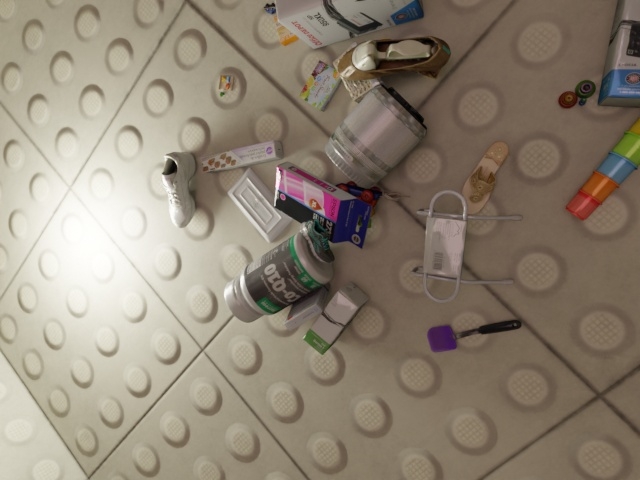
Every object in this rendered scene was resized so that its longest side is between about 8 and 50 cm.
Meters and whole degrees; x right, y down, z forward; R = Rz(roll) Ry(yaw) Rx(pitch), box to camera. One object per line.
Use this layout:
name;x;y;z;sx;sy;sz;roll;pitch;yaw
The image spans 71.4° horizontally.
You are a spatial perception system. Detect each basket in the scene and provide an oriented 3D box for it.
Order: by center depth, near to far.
basket;0.130;-0.538;1.458;0.103;0.113;0.167;-31;82;23

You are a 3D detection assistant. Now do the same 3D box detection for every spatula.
spatula;0.486;0.295;1.425;0.297;0.030;0.084;-18;85;22

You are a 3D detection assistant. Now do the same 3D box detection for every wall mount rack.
wall mount rack;0.442;0.019;1.370;0.305;0.130;0.349;8;102;24

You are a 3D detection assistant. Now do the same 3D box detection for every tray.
tray;-0.236;-0.133;1.683;0.145;0.030;0.270;-45;78;18

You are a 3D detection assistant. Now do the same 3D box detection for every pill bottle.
pill bottle;-0.152;0.139;1.577;0.361;0.204;0.204;-33;82;21

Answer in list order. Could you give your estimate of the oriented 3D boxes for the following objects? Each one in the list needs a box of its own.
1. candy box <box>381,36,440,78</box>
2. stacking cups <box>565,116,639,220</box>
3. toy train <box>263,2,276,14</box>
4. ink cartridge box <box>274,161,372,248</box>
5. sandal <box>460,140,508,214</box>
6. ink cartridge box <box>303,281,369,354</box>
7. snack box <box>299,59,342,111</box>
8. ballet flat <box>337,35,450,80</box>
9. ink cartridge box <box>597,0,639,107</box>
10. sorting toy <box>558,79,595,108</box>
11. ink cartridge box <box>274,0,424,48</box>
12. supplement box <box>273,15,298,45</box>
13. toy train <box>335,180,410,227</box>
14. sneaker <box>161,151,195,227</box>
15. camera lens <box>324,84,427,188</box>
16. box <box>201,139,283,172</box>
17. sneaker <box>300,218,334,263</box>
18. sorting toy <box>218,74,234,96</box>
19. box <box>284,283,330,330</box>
candy box;0.280;-0.570;1.396;0.187;0.109;0.053;26;103;19
stacking cups;0.805;-0.200;1.226;0.096;0.096;0.316;42;109;14
toy train;-0.130;-0.830;1.587;0.159;0.027;0.036;6;107;21
ink cartridge box;-0.004;-0.115;1.506;0.371;0.069;0.175;30;131;26
sandal;0.494;-0.191;1.356;0.088;0.079;0.239;28;104;17
ink cartridge box;0.057;0.262;1.526;0.093;0.160;0.219;39;107;12
snack box;0.004;-0.536;1.549;0.100;0.037;0.141;37;106;14
ballet flat;0.201;-0.540;1.301;0.343;0.124;0.116;5;95;20
ink cartridge box;0.880;-0.509;1.148;0.224;0.129;0.306;10;98;22
sorting toy;0.732;-0.413;1.263;0.102;0.042;0.061;-34;81;20
ink cartridge box;0.090;-0.755;1.363;0.396;0.285;0.166;-6;92;23
supplement box;-0.122;-0.754;1.583;0.062;0.036;0.098;-17;87;22
toy train;0.164;-0.105;1.491;0.248;0.105;0.143;15;110;20
sneaker;-0.574;-0.199;1.749;0.114;0.152;0.304;4;97;20
camera lens;0.175;-0.327;1.398;0.274;0.219;0.219;-45;78;19
box;-0.298;-0.311;1.675;0.325;0.067;0.062;-7;92;23
sneaker;0.000;0.000;1.479;0.166;0.065;0.076;55;136;-1
sorting toy;-0.363;-0.591;1.706;0.062;0.012;0.083;12;98;20
box;-0.043;0.220;1.550;0.145;0.186;0.038;-34;102;20
